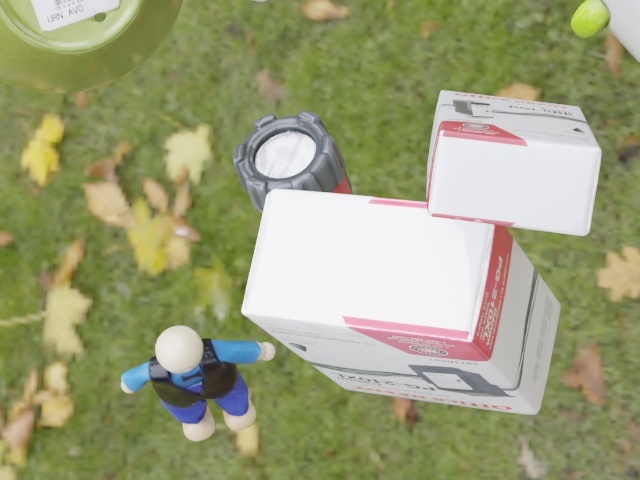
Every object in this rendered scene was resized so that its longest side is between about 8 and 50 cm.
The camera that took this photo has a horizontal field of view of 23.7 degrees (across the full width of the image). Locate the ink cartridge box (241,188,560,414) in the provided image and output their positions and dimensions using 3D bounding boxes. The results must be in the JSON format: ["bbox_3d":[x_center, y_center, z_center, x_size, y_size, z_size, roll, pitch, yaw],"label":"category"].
[{"bbox_3d":[0.069,0.051,1.144,0.172,0.237,0.100,6,74,22],"label":"ink cartridge box"}]

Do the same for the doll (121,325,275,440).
[{"bbox_3d":[-0.098,0.111,1.251,0.129,0.189,0.046,-15,65,2],"label":"doll"}]

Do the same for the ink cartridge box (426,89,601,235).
[{"bbox_3d":[0.119,-0.052,0.963,0.135,0.099,0.056,-78,-5,-74],"label":"ink cartridge box"}]

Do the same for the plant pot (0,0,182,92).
[{"bbox_3d":[-0.242,-0.257,1.435,0.293,0.275,0.275,-135,60,-72],"label":"plant pot"}]

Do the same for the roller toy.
[{"bbox_3d":[0.386,-0.287,1.634,0.146,0.191,0.209,49,143,7],"label":"roller toy"}]

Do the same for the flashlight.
[{"bbox_3d":[0.000,0.000,1.539,0.103,0.304,0.103,20,62,27],"label":"flashlight"}]
